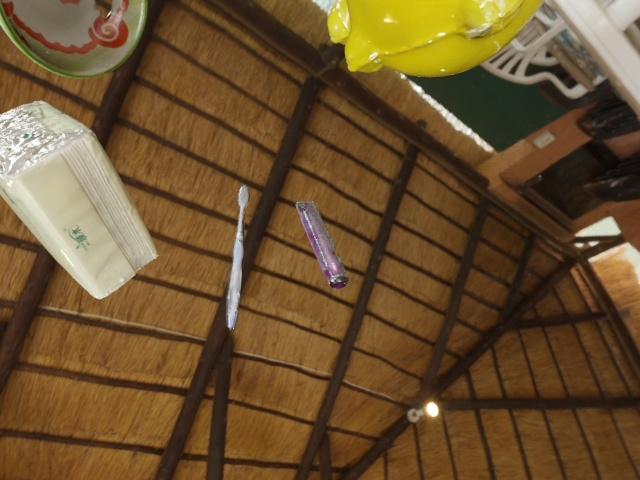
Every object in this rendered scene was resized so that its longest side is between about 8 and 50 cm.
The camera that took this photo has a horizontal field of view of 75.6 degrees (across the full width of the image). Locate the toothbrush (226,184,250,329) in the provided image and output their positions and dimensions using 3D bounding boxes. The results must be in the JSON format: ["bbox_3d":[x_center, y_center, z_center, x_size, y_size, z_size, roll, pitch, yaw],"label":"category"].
[{"bbox_3d":[-0.231,0.039,1.156,0.035,0.042,0.414,5,-106,-5],"label":"toothbrush"}]

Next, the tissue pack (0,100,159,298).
[{"bbox_3d":[-0.587,-0.094,0.969,0.297,0.381,0.207,29,-124,32],"label":"tissue pack"}]

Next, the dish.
[{"bbox_3d":[-0.532,-0.519,0.854,0.124,0.324,0.324,30,-147,18],"label":"dish"}]

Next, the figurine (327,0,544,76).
[{"bbox_3d":[0.157,-0.328,0.444,0.231,0.323,0.340,38,-107,-38],"label":"figurine"}]

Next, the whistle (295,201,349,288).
[{"bbox_3d":[0.000,0.000,0.628,0.033,0.033,0.177,15,-143,-38],"label":"whistle"}]
